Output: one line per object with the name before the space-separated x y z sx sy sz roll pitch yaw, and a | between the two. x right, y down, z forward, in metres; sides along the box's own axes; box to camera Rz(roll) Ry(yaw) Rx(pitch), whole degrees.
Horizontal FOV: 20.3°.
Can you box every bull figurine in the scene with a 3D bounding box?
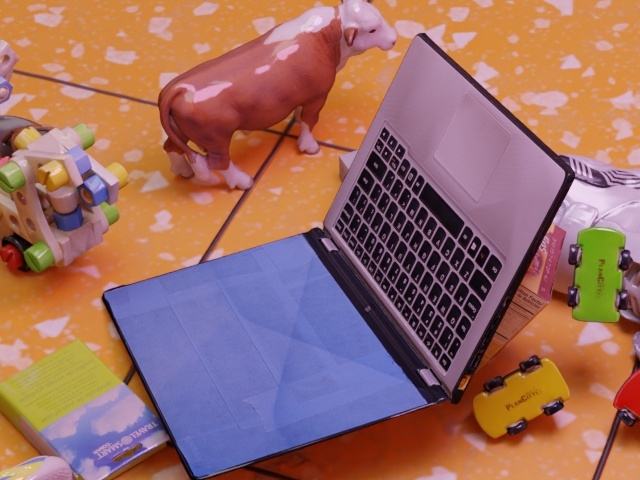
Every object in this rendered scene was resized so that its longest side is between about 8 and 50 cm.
bull figurine | -0.054 -0.177 2.101 0.310 0.188 0.101 -23 47 -21

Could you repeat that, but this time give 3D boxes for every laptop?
laptop | 0.000 0.000 1.828 0.236 0.407 0.382 17 20 -29

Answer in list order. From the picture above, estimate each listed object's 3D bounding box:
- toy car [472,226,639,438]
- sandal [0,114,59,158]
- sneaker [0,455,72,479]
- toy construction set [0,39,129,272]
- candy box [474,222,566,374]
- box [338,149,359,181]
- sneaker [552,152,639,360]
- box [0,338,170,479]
toy car | 0.280 0.097 1.810 0.239 0.225 0.053 4 3 7
sandal | -0.330 -0.098 2.120 0.090 0.060 0.219 -30 50 -27
sneaker | -0.363 0.257 1.716 0.240 0.091 0.126 -30 49 -26
toy construction set | -0.345 -0.087 1.995 0.151 0.215 0.327 -25 47 -23
candy box | 0.175 0.065 1.835 0.053 0.186 0.109 32 44 -10
box | 0.134 -0.072 2.093 0.186 0.038 0.145 -18 45 -15
sneaker | 0.314 0.024 1.908 0.366 0.137 0.210 5 40 2
box | -0.240 0.185 1.824 0.109 0.042 0.178 -30 50 -26
